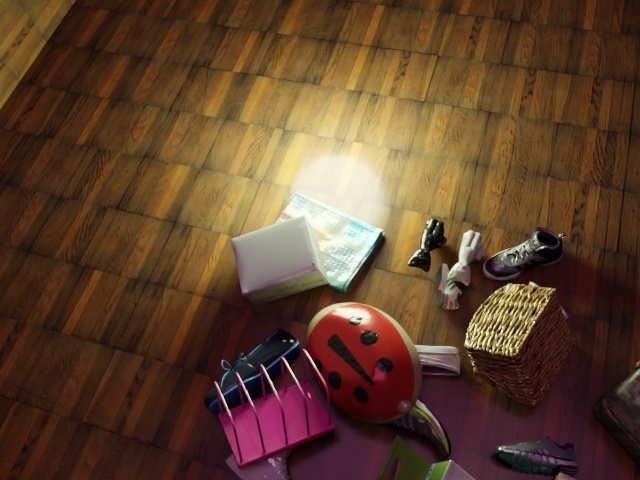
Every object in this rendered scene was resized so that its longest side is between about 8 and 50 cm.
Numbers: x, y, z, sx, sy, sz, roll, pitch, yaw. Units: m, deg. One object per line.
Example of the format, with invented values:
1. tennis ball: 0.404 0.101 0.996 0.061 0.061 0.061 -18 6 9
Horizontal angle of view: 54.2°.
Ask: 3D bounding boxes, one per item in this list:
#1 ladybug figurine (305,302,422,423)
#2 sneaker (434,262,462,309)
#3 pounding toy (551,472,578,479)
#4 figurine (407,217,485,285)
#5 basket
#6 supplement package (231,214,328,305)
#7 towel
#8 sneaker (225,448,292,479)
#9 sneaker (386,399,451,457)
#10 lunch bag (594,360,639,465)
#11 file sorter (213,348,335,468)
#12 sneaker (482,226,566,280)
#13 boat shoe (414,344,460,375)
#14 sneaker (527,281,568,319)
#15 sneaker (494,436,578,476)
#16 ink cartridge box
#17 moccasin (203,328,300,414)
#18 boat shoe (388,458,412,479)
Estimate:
1. ladybug figurine: 0.106 0.340 1.818 0.305 0.162 0.449 -54 46 0
2. sneaker: 0.416 0.152 2.021 0.075 0.057 0.161 12 56 -11
3. pounding toy: 0.650 0.680 1.635 0.130 0.141 0.100 22 66 19
4. figurine: 0.409 0.047 2.018 0.215 0.092 0.209 19 45 17
5. basket: 0.577 0.303 1.849 0.213 0.223 0.299 2 40 47
6. supplement package: -0.133 0.067 2.051 0.262 0.145 0.204 -18 66 6
7. towel: 0.000 0.000 2.163 0.370 0.040 0.271 26 67 20
8. sneaker: -0.115 0.653 1.772 0.292 0.108 0.169 35 73 24
9. sneaker: 0.258 0.517 1.814 0.121 0.111 0.300 -44 60 -2
10. lunch bag: 0.920 0.476 1.648 0.212 0.256 0.305 -31 62 -10
11. file sorter: -0.135 0.461 1.769 0.290 0.182 0.202 -17 36 -18
12. sneaker: 0.650 0.036 1.990 0.268 0.153 0.101 -16 60 -2
13. boat shoe: 0.289 0.375 1.887 0.267 0.096 0.088 1 56 -1
14. sneaker: 0.702 0.201 1.958 0.065 0.061 0.158 -50 62 11
15. sneaker: 0.598 0.591 1.744 0.223 0.083 0.098 10 42 8
16. ink cartridge box: 0.280 0.653 1.623 0.255 0.097 0.189 41 53 -5
17. moccasin: -0.219 0.402 1.931 0.342 0.138 0.117 -31 56 -26
18. boat shoe: 0.187 0.711 1.702 0.098 0.109 0.302 11 68 12
